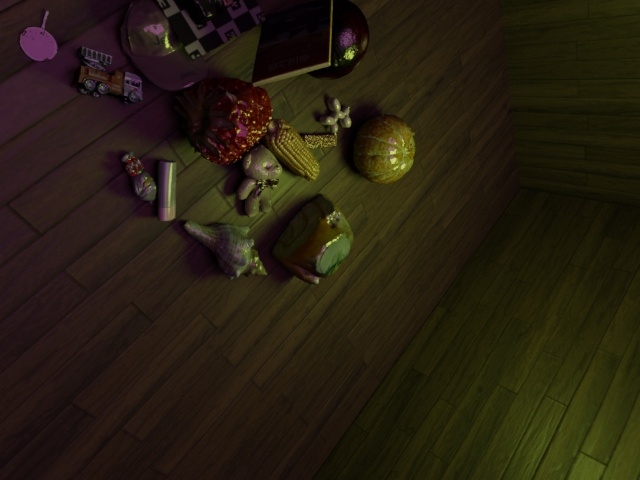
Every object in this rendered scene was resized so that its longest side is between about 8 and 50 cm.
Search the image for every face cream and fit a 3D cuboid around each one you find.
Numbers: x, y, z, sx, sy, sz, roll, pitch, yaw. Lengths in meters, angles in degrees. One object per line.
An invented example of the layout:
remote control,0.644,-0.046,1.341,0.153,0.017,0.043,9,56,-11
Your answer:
face cream,-0.516,-0.167,1.412,0.084,0.057,0.198,-78,175,-77

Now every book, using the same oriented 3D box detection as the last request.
book,-0.088,-0.670,1.398,0.028,0.262,0.374,59,28,-53

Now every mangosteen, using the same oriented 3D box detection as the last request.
mangosteen,0.039,-0.747,1.593,0.297,0.297,0.293,-52,152,-17

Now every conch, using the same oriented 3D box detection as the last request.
conch,-0.331,0.027,1.602,0.386,0.169,0.203,54,41,-43

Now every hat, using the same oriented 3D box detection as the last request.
hat,-0.449,-0.585,1.242,0.214,0.244,0.149,-44,169,-27

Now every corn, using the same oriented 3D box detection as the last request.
corn,-0.112,-0.358,1.696,0.130,0.130,0.347,-59,138,-11

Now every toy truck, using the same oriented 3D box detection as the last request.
toy truck,-0.606,-0.466,1.211,0.177,0.080,0.115,6,91,-44

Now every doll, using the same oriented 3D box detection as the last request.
doll,-0.577,-0.194,1.346,0.094,0.079,0.180,-72,147,-57
doll,-0.227,-0.220,1.639,0.175,0.149,0.278,-64,163,-56
doll,0.076,-0.546,1.856,0.160,0.059,0.161,35,71,-47

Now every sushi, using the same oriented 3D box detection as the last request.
sushi,-0.316,-0.768,1.271,0.373,0.100,0.296,-49,121,-35

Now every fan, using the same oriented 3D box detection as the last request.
fan,-0.735,-0.540,1.107,0.085,0.005,0.133,12,98,-45

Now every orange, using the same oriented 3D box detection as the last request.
orange,0.305,-0.430,1.992,0.329,0.249,0.329,-16,112,-48

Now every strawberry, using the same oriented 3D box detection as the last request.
strawberry,-0.290,-0.404,1.422,0.343,0.292,0.292,-22,120,-55

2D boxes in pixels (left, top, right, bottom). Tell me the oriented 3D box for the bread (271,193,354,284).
bread,0.008,-0.005,1.851,0.395,0.264,0.239,-53,130,-15

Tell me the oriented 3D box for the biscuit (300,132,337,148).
biscuit,-0.007,-0.435,1.837,0.199,0.034,0.064,-15,114,-40
